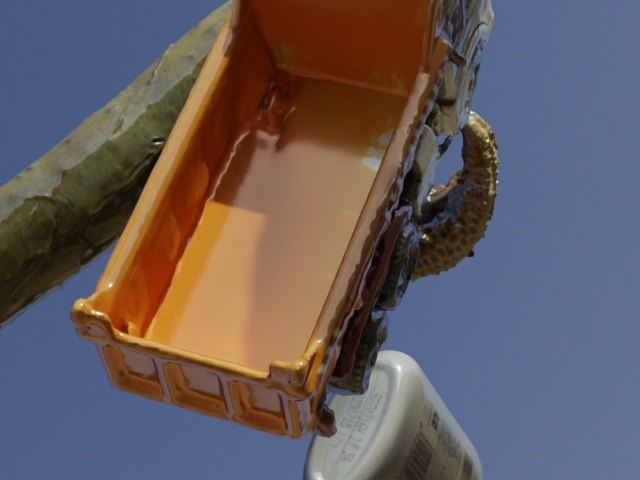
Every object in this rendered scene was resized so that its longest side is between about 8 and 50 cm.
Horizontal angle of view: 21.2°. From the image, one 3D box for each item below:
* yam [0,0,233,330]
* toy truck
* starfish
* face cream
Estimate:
[{"bbox_3d":[-0.154,-0.024,1.068,0.371,0.083,0.083,-42,-39,-17],"label":"yam"},{"bbox_3d":[-0.005,-0.042,0.747,0.135,0.114,0.270,83,-155,-57],"label":"toy truck"},{"bbox_3d":[0.001,0.002,0.986,0.071,0.216,0.238,44,-130,-40],"label":"starfish"},{"bbox_3d":[0.076,0.203,1.329,0.144,0.071,0.291,-64,-34,-19],"label":"face cream"}]
